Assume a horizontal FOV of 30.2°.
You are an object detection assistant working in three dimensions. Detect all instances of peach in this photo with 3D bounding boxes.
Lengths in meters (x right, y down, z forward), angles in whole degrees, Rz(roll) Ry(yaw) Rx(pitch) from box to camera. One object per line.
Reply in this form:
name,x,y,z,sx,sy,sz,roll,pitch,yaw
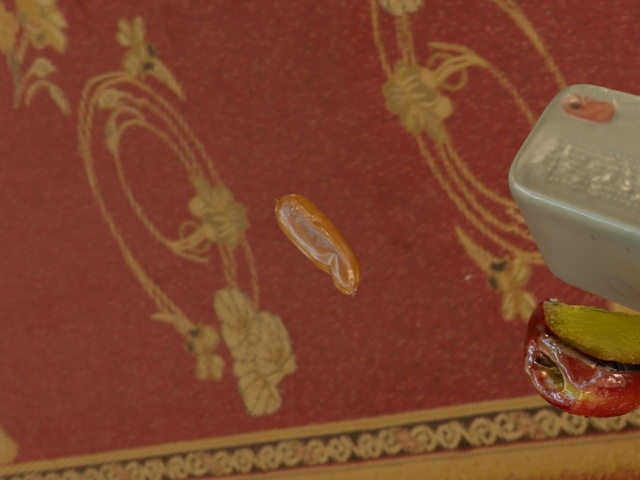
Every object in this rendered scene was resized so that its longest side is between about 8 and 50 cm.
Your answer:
peach,0.282,0.122,1.194,0.127,0.172,0.092,51,134,49

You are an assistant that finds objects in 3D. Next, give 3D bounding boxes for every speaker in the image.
speaker,0.395,-0.017,1.188,0.406,0.184,0.183,23,75,38

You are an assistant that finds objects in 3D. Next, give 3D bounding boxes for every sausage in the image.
sausage,0.000,0.000,1.553,0.183,0.054,0.062,46,151,28
